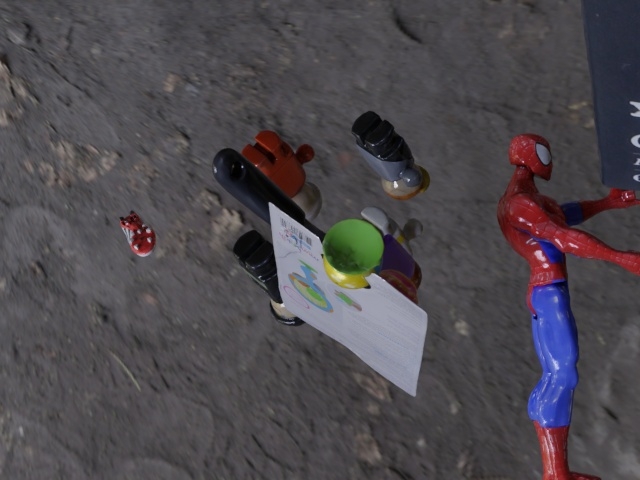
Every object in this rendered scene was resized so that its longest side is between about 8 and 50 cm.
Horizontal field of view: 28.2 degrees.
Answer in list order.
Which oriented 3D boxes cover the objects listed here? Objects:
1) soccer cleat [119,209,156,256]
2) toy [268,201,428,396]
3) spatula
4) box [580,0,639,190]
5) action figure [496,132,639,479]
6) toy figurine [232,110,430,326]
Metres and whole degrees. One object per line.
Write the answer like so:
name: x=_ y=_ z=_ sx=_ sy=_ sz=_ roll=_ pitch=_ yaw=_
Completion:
soccer cleat: x=-0.182 y=-0.001 z=1.300 sx=0.029 sy=0.083 sz=0.035 roll=-31 pitch=124 yaw=-9
toy: x=0.033 y=0.038 z=0.983 sx=0.137 sy=0.237 sz=0.056 roll=34 pitch=77 yaw=14
spatula: x=0.000 y=0.000 z=1.062 sx=0.296 sy=0.030 sz=0.084 roll=36 pitch=73 yaw=-46
box: x=0.396 y=-0.222 z=0.691 sx=0.480 sy=0.472 sz=0.297 roll=7 pitch=69 yaw=18
action figure: x=0.213 y=0.049 z=0.981 sx=0.139 sy=0.091 sz=0.280 roll=-11 pitch=89 yaw=0
toy figurine: x=0.017 y=-0.021 z=1.428 sx=0.209 sy=0.213 sz=0.148 roll=-11 pitch=145 yaw=17
